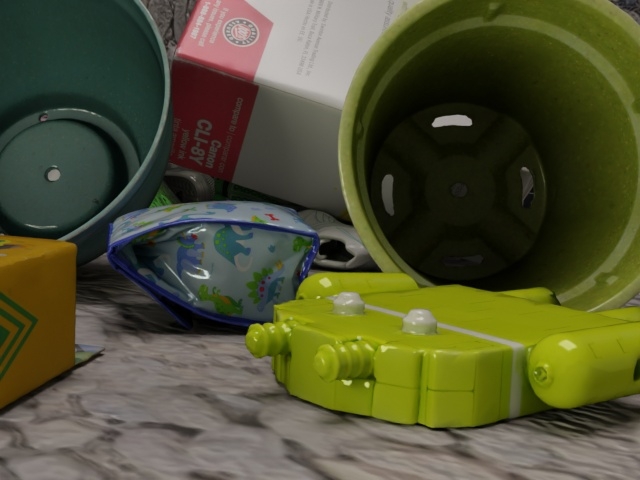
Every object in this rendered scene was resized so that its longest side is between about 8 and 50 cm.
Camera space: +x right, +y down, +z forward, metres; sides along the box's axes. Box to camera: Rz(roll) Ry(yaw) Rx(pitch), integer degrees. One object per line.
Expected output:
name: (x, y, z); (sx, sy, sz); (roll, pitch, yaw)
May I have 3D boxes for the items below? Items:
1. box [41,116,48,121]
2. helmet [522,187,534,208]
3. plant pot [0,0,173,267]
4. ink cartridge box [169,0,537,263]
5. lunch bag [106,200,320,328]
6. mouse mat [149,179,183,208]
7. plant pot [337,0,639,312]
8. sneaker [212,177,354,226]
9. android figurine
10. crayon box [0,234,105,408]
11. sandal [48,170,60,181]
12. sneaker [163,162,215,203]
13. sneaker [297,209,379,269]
box: (-0.484, -0.144, 1.834); (0.128, 0.122, 0.257); (-1, 8, -27)
helmet: (0.230, -0.095, 1.547); (0.161, 0.169, 0.169); (-13, 2, 18)
plant pot: (-0.264, -0.086, 1.008); (0.293, 0.293, 0.196); (3, -20, 5)
ink cartridge box: (0.044, -0.170, 1.225); (0.385, 0.160, 0.279); (18, 47, -3)
lunch bag: (-0.087, 0.013, 0.846); (0.151, 0.096, 0.129); (11, 6, -11)
mouse mat: (-0.225, -0.073, 1.309); (0.007, 0.189, 0.152); (-41, -8, 19)
plant pot: (0.143, -0.057, 0.957); (0.276, 0.276, 0.254); (2, -4, -3)
sneaker: (0.040, -0.068, 1.325); (0.343, 0.146, 0.134); (0, 8, -27)
android figurine: (0.083, 0.061, 0.690); (0.273, 0.056, 0.248); (-1, 8, -38)
crayon box: (-0.265, 0.045, 0.580); (0.203, 0.083, 0.323); (4, 7, 10)
sandal: (-0.316, -0.090, 1.491); (0.102, 0.169, 0.416); (37, 2, -15)
sneaker: (-0.208, -0.078, 1.576); (0.227, 0.087, 0.130); (12, 10, 38)
sneaker: (0.000, 0.000, 1.146); (0.152, 0.053, 0.061); (9, 13, 40)
